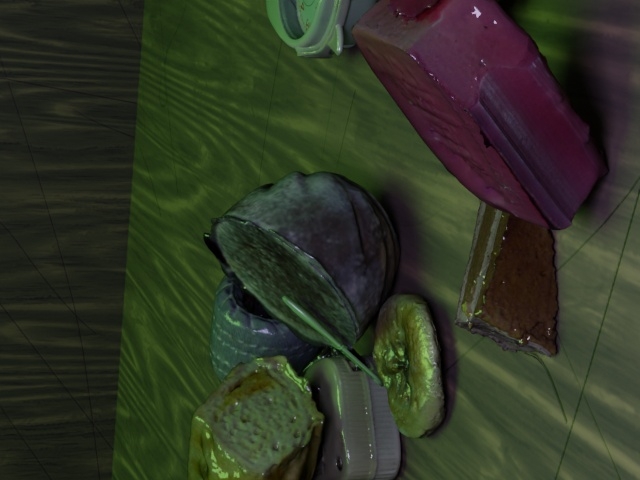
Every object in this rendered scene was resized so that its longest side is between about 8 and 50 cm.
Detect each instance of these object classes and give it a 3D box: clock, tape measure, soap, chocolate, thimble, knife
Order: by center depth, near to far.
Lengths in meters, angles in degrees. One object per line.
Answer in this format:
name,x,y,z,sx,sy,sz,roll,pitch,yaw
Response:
soap,0.182,-0.170,1.672,0.325,0.127,0.220,52,167,-30
knife,0.019,0.154,2.200,0.014,0.207,0.030,-49,3,-13
chocolate,0.000,0.000,2.237,0.303,0.213,0.303,33,155,18
tape measure,0.020,0.295,2.325,0.271,0.132,0.232,132,134,-63
clock,0.009,-0.437,2.405,0.324,0.108,0.265,-118,37,-50
thimble,-0.097,0.151,2.522,0.236,0.205,0.172,-112,29,-51

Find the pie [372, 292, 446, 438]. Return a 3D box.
pie,0.138,0.174,2.125,0.185,0.052,0.218,113,150,-44

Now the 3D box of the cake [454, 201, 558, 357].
cake,0.232,0.000,1.832,0.116,0.112,0.295,158,117,-65

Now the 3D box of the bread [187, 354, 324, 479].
bread,-0.102,0.344,2.238,0.238,0.196,0.252,-51,-21,-39

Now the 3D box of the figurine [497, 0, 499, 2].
figurine,0.173,-0.358,1.854,0.141,0.250,0.167,-39,48,40
